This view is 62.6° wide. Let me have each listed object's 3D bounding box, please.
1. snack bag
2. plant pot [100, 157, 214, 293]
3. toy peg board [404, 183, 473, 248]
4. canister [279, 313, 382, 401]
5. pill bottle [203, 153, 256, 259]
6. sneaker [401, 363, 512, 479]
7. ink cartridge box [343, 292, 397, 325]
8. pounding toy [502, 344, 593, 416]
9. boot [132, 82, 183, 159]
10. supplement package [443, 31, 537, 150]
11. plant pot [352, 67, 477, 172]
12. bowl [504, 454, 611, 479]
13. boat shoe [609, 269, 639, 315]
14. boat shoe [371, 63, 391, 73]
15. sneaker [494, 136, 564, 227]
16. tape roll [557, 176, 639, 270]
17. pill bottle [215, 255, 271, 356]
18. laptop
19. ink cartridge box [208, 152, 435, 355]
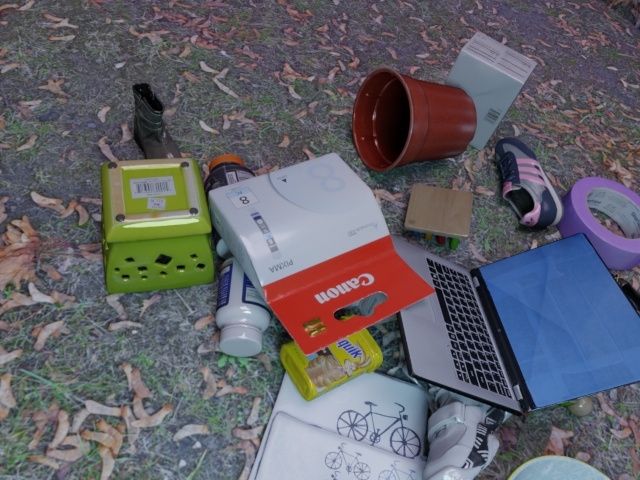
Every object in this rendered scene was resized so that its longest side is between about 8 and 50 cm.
[{"bbox_3d":[0.056,0.379,0.994,0.322,0.037,0.343,20,51,0],"label":"snack bag"},{"bbox_3d":[-0.342,-0.044,1.095,0.228,0.207,0.227,-6,56,-19],"label":"plant pot"},{"bbox_3d":[0.308,-0.056,1.383,0.160,0.079,0.161,10,49,12],"label":"toy peg board"},{"bbox_3d":[0.020,0.229,1.040,0.169,0.073,0.126,-19,56,-30],"label":"canister"},{"bbox_3d":[-0.196,-0.084,1.215,0.130,0.131,0.246,-6,55,-20],"label":"pill bottle"},{"bbox_3d":[0.235,0.311,0.998,0.210,0.137,0.365,44,37,16],"label":"sneaker"},{"bbox_3d":[0.152,0.132,1.164,0.181,0.104,0.062,-10,55,-22],"label":"ink cartridge box"},{"bbox_3d":[0.466,0.299,1.143,0.236,0.110,0.183,27,31,-34],"label":"pounding toy"},{"bbox_3d":[-0.391,-0.255,1.269,0.083,0.161,0.247,-27,64,-30],"label":"boot"},{"bbox_3d":[0.483,-0.448,1.597,0.203,0.262,0.145,32,53,9],"label":"supplement package"},{"bbox_3d":[0.271,-0.330,1.465,0.264,0.272,0.273,-6,55,-29],"label":"plant pot"},{"bbox_3d":[0.398,0.535,0.894,0.289,0.156,0.290,8,52,-10],"label":"bowl"},{"bbox_3d":[0.775,0.130,1.363,0.081,0.069,0.228,-18,60,-27],"label":"boat shoe"},{"bbox_3d":[0.225,-0.479,1.683,0.079,0.084,0.233,29,30,-45],"label":"boat shoe"},{"bbox_3d":[0.566,-0.176,1.510,0.130,0.112,0.319,-5,54,-23],"label":"sneaker"},{"bbox_3d":[0.820,-0.052,1.503,0.274,0.090,0.275,8,52,-11],"label":"tape roll"},{"bbox_3d":[-0.156,0.133,1.072,0.111,0.112,0.187,7,52,-10],"label":"pill bottle"},{"bbox_3d":[0.368,0.105,1.030,0.407,0.236,0.382,23,34,-21],"label":"laptop"},{"bbox_3d":[0.000,0.000,1.026,0.307,0.091,0.385,-21,51,-27],"label":"ink cartridge box"}]
